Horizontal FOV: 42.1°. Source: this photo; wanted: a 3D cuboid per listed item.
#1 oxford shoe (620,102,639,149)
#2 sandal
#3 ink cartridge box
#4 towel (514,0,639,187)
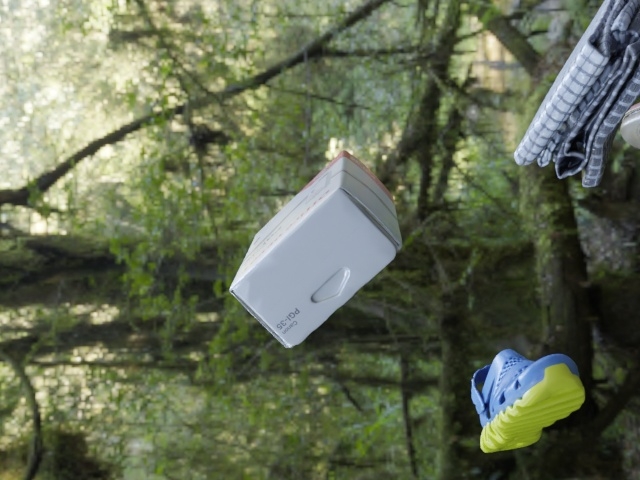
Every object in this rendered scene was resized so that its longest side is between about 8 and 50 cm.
[{"bbox_3d":[0.599,-0.146,1.363,0.130,0.123,0.348,-51,24,-1],"label":"oxford shoe"},{"bbox_3d":[0.299,0.229,1.275,0.317,0.126,0.138,107,154,-63],"label":"sandal"},{"bbox_3d":[0.000,0.000,1.166,0.117,0.207,0.283,45,-168,-9],"label":"ink cartridge box"},{"bbox_3d":[0.407,-0.233,1.162,0.284,0.121,0.235,-53,-10,-41],"label":"towel"}]
